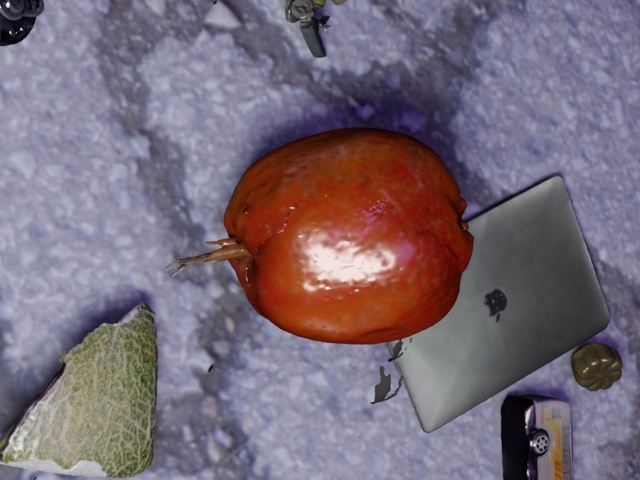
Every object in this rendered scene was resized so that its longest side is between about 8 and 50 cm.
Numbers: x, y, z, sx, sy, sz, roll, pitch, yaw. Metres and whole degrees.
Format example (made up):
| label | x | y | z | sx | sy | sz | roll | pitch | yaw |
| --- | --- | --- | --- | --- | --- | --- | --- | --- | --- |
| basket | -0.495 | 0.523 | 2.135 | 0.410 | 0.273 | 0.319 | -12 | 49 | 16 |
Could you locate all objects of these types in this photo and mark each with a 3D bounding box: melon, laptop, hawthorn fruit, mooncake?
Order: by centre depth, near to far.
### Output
| label | x | y | z | sx | sy | sz | roll | pitch | yaw |
| --- | --- | --- | --- | --- | --- | --- | --- | --- | --- |
| melon | -0.200 | 0.155 | 1.167 | 0.139 | 0.093 | 0.202 | 50 | 63 | -15 |
| hawthorn fruit | 0.000 | 0.000 | 1.202 | 0.299 | 0.211 | 0.211 | -8 | 95 | -15 |
| mooncake | 0.183 | 0.129 | 1.337 | 0.347 | 0.057 | 0.150 | -13 | 129 | -27 |
| laptop | 0.185 | 0.066 | 1.386 | 0.269 | 0.015 | 0.187 | -27 | 103 | -23 |

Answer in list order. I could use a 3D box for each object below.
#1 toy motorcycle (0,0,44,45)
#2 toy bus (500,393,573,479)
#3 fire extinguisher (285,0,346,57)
| label | x | y | z | sx | sy | sz | roll | pitch | yaw |
| --- | --- | --- | --- | --- | --- | --- | --- | --- | --- |
| toy motorcycle | -0.335 | -0.309 | 1.036 | 0.358 | 0.125 | 0.212 | 29 | 67 | -50 |
| toy bus | 0.236 | 0.250 | 1.393 | 0.072 | 0.057 | 0.172 | -5 | 94 | -31 |
| fire extinguisher | 0.001 | -0.318 | 1.252 | 0.105 | 0.105 | 0.269 | 4 | 89 | -25 |
